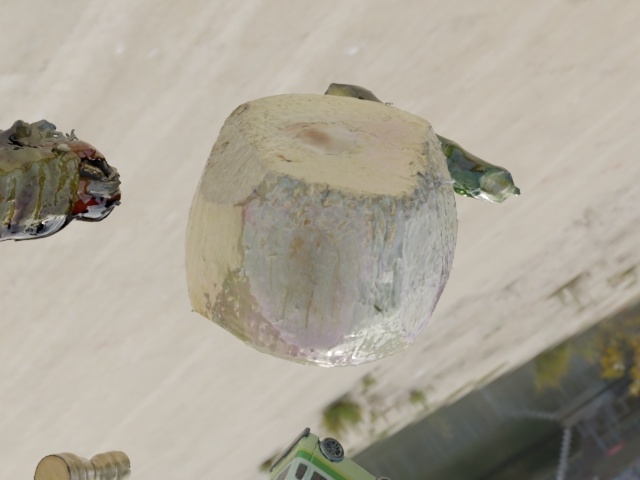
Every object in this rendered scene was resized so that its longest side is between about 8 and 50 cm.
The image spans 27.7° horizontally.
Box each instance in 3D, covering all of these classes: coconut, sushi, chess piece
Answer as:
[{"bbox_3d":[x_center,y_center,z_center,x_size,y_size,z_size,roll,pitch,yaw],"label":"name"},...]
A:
[{"bbox_3d":[0.000,0.000,1.372,0.297,0.297,0.254,-20,126,-43],"label":"coconut"},{"bbox_3d":[-0.271,-0.057,1.159,0.226,0.103,0.097,-15,137,-53],"label":"sushi"},{"bbox_3d":[-0.296,0.295,1.649,0.066,0.066,0.122,-43,157,27],"label":"chess piece"}]

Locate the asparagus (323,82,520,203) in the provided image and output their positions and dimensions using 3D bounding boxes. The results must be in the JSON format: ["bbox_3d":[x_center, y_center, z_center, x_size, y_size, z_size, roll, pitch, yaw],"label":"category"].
[{"bbox_3d":[0.153,-0.140,1.992,0.082,0.343,0.085,-61,-179,10],"label":"asparagus"}]

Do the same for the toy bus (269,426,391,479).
[{"bbox_3d":[0.036,0.482,2.308,0.133,0.276,0.165,-51,-174,33],"label":"toy bus"}]
